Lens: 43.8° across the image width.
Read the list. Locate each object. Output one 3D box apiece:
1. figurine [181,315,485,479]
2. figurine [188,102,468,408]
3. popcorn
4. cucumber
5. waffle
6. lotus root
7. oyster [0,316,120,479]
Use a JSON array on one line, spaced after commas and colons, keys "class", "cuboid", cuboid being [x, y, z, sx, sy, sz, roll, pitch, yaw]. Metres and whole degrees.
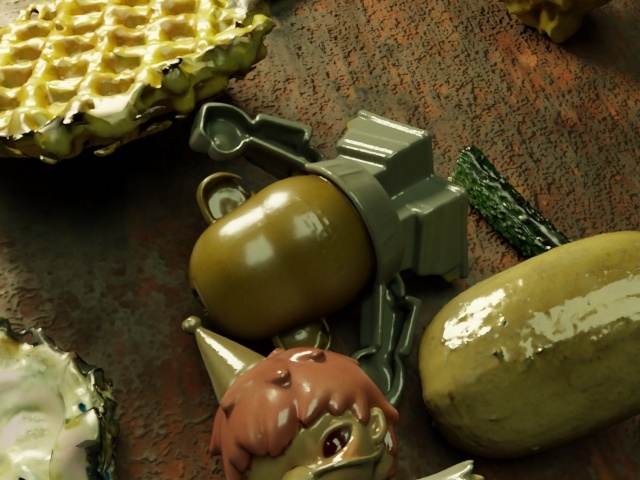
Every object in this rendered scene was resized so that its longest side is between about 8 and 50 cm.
[{"class": "figurine", "cuboid": [0.005, 0.195, 0.652, 0.207, 0.166, 0.387, -42, 68, 15]}, {"class": "figurine", "cuboid": [0.000, -0.001, 0.812, 0.285, 0.167, 0.342, -30, 63, -27]}, {"class": "popcorn", "cuboid": [0.344, -0.385, 1.131, 0.225, 0.203, 0.200, -6, 28, -26]}, {"class": "cucumber", "cuboid": [0.226, -0.031, 0.938, 0.058, 0.058, 0.187, -28, 63, -25]}, {"class": "waffle", "cuboid": [-0.256, -0.205, 0.916, 0.382, 0.095, 0.379, 23, 47, 40]}, {"class": "lotus root", "cuboid": [0.250, 0.085, 0.740, 0.342, 0.151, 0.169, -25, 77, 6]}, {"class": "oyster", "cuboid": [-0.260, 0.181, 0.694, 0.259, 0.092, 0.198, 27, 54, 24]}]
